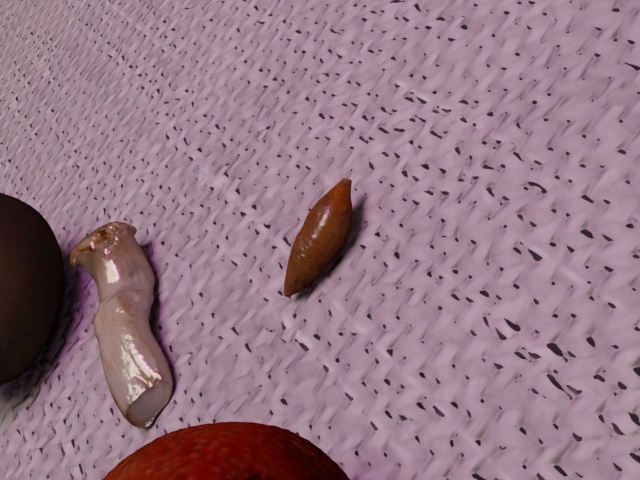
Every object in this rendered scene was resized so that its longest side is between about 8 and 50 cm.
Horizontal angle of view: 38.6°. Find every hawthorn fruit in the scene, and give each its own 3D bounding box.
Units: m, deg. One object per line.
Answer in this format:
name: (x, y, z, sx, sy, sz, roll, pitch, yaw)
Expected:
hawthorn fruit: (-0.052, 0.183, 0.480, 0.179, 0.173, 0.174, 125, 150, -46)

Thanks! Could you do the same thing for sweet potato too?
sweet potato: (0.000, 0.000, 0.639, 0.034, 0.034, 0.095, 33, 99, 51)

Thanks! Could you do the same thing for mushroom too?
mushroom: (-0.163, 0.063, 0.751, 0.059, 0.054, 0.202, -43, 46, 23)

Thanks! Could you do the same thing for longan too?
longan: (-0.319, 0.044, 0.842, 0.189, 0.189, 0.189, -26, 48, 32)
